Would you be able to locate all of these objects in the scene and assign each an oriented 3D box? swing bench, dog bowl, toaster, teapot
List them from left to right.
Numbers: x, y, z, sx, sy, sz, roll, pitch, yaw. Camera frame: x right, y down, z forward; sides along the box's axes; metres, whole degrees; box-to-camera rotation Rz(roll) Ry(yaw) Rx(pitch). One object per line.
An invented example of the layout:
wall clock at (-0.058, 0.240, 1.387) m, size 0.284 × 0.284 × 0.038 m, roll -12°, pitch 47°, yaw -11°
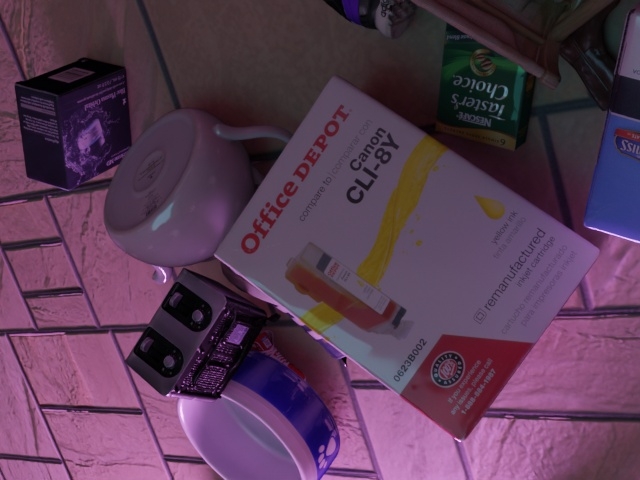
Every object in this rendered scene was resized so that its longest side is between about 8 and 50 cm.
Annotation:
teapot at (-0.178, -0.061, 1.396) m, size 0.187 × 0.252 × 0.256 m, roll 33°, pitch 165°, yaw -35°
toaster at (-0.174, 0.142, 1.396) m, size 0.110 × 0.185 × 0.168 m, roll 33°, pitch 91°, yaw 24°
dog bowl at (-0.102, 0.307, 1.554) m, size 0.265 × 0.104 × 0.265 m, roll 25°, pitch 138°, yaw 24°
swing bench at (0.206, -0.332, 0.949) m, size 0.253 × 0.165 × 0.255 m, roll 28°, pitch 135°, yaw -14°

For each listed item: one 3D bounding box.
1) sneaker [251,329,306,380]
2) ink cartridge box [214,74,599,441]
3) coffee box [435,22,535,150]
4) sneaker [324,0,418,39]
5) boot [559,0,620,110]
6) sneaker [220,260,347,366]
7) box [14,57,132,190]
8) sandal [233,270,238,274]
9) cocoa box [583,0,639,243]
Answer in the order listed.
sneaker at (-0.074, 0.190, 1.549) m, size 0.118 × 0.042 × 0.067 m, roll 24°, pitch 129°, yaw 25°
ink cartridge box at (0.105, 0.019, 1.183) m, size 0.384 × 0.160 × 0.279 m, roll 36°, pitch 96°, yaw 14°
coffee box at (0.204, -0.208, 1.149) m, size 0.113 × 0.040 × 0.184 m, roll 19°, pitch 123°, yaw 25°
sneaker at (0.054, -0.392, 1.112) m, size 0.146 × 0.102 × 0.293 m, roll 25°, pitch 126°, yaw 22°
boot at (0.328, -0.209, 1.066) m, size 0.114 × 0.037 × 0.106 m, roll 54°, pitch 144°, yaw 3°
sneaker at (0.001, 0.102, 1.402) m, size 0.350 × 0.131 × 0.148 m, roll 21°, pitch 139°, yaw 32°
box at (-0.381, -0.185, 1.483) m, size 0.093 × 0.156 × 0.158 m, roll 17°, pitch 123°, yaw 25°
sandal at (-0.003, -0.010, 1.347) m, size 0.265 × 0.076 × 0.102 m, roll -12°, pitch 83°, yaw 6°
cocoa box at (0.466, -0.100, 0.903) m, size 0.347 × 0.231 × 0.228 m, roll 20°, pitch 124°, yaw 25°
